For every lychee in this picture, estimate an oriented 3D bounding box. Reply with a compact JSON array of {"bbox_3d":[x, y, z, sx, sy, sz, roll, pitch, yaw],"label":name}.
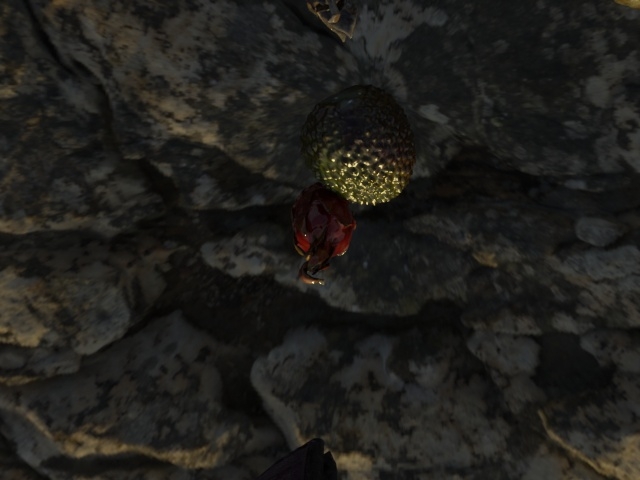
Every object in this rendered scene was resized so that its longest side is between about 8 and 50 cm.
[{"bbox_3d":[0.054,-0.127,1.293,0.171,0.171,0.171,0,99,3],"label":"lychee"}]

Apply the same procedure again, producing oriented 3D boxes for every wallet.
[{"bbox_3d":[-0.041,0.190,0.614,0.111,0.166,0.030,-37,95,5],"label":"wallet"}]

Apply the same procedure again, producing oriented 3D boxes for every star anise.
[{"bbox_3d":[-0.007,-0.410,1.525,0.081,0.262,0.230,-36,121,-4],"label":"star anise"}]

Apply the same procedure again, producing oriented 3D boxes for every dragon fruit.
[{"bbox_3d":[0.000,0.000,1.310,0.094,0.190,0.094,2,135,2],"label":"dragon fruit"}]

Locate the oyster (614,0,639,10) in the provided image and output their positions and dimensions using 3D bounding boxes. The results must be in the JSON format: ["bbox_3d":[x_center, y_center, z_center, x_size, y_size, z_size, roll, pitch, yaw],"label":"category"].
[{"bbox_3d":[0.447,-0.313,1.102,0.341,0.166,0.110,2,114,-7],"label":"oyster"}]
